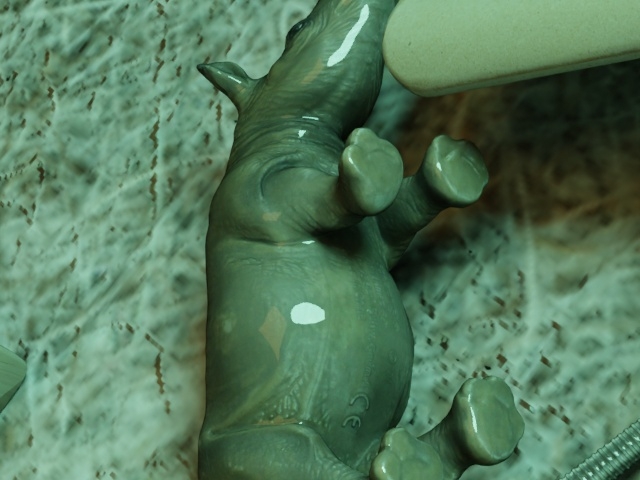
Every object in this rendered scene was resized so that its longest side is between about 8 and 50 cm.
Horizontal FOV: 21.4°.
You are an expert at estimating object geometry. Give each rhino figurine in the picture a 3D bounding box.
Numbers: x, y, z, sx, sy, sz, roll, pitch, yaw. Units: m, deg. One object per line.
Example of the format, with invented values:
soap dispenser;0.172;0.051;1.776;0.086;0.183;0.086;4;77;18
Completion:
rhino figurine;0.000;0.000;0.576;0.106;0.073;0.243;-34;48;40

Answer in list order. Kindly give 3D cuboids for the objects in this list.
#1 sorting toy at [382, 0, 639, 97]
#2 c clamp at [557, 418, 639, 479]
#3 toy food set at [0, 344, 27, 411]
sorting toy;0.127;-0.141;0.544;0.193;0.038;0.208;-7;43;42
c clamp;0.094;0.086;0.514;0.160;0.022;0.137;-43;56;3
toy food set;-0.298;0.043;0.671;0.306;0.092;0.220;37;86;11
